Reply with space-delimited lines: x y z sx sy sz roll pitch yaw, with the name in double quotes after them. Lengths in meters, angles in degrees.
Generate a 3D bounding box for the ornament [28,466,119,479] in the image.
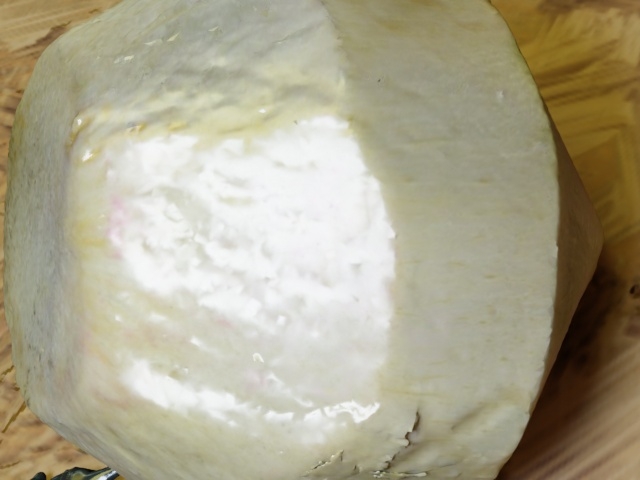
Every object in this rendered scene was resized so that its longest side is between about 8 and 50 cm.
-0.125 0.138 0.942 0.125 0.028 0.073 -14 50 24 "ornament"

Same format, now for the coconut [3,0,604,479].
0.000 0.000 0.828 0.259 0.259 0.259 -19 49 23 "coconut"
